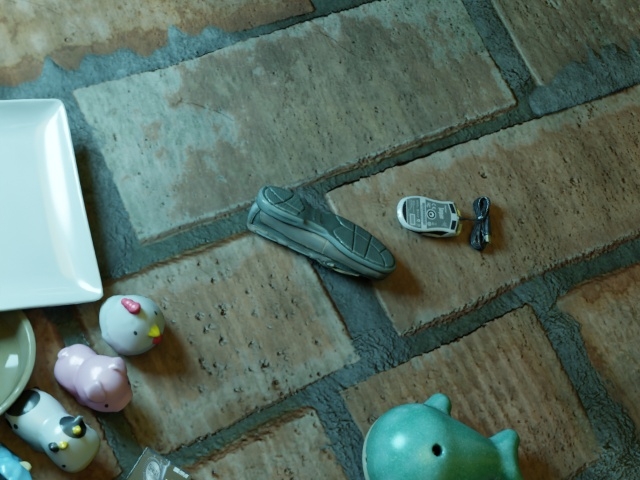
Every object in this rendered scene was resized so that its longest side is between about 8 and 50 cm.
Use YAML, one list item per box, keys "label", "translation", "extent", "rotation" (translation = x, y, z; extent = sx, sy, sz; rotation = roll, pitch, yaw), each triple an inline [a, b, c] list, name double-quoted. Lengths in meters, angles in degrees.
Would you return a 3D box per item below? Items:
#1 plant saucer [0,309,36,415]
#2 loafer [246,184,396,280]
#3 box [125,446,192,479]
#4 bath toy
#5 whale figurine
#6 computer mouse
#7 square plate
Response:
- label: "plant saucer"
  translation: [-0.556, 0.177, 1.382]
  extent: [0.278, 0.041, 0.277]
  rotation: [5, 50, -6]
- label: "loafer"
  translation: [0.000, 0.000, 1.637]
  extent: [0.268, 0.084, 0.096]
  rotation: [29, 33, -6]
- label: "box"
  translation: [-0.246, 0.364, 1.440]
  extent: [0.083, 0.018, 0.067]
  rotation: [33, 64, 0]
- label: "bath toy"
  translation: [-0.349, 0.216, 1.412]
  extent: [0.151, 0.129, 0.348]
  rotation: [36, 63, 1]
- label: "whale figurine"
  translation: [0.206, 0.344, 1.505]
  extent: [0.272, 0.141, 0.216]
  rotation: [5, 67, -14]
- label: "computer mouse"
  translation: [0.221, -0.040, 1.725]
  extent: [0.193, 0.042, 0.105]
  rotation: [7, 71, -19]
- label: "square plate"
  translation: [-0.532, -0.047, 1.443]
  extent: [0.347, 0.049, 0.343]
  rotation: [-7, 75, -32]
